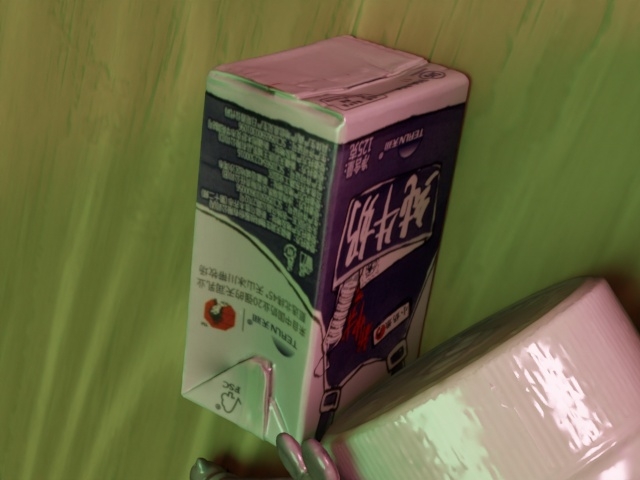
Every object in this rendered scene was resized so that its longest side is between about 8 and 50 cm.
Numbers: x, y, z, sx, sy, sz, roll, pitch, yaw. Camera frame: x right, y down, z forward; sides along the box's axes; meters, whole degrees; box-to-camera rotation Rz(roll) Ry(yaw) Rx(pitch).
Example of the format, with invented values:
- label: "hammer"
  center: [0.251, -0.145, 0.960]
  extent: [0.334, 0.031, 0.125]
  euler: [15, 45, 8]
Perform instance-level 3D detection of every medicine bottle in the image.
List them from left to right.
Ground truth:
- label: "medicine bottle"
  center: [0.157, 0.196, 0.640]
  extent: [0.190, 0.190, 0.332]
  euler: [-38, 82, 39]

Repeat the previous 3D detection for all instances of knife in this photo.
- label: "knife"
  center: [-0.029, 0.185, 0.754]
  extent: [0.132, 0.038, 0.398]
  euler: [63, 162, 2]

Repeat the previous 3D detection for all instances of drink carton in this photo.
- label: "drink carton"
  center: [-0.001, 0.001, 0.727]
  extent: [0.102, 0.134, 0.222]
  euler: [23, 119, 28]
